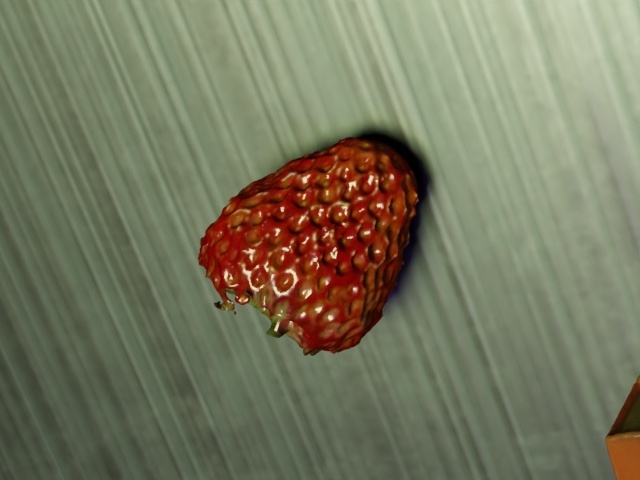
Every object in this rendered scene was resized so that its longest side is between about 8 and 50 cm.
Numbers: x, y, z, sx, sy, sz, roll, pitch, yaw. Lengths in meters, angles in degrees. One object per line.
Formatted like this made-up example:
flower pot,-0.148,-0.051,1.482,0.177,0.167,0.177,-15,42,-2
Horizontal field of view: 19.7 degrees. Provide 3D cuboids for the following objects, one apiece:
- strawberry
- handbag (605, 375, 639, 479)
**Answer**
strawberry,0.000,0.000,0.664,0.073,0.073,0.083,38,88,2
handbag,0.206,0.101,0.624,0.190,0.063,0.127,-9,111,31
